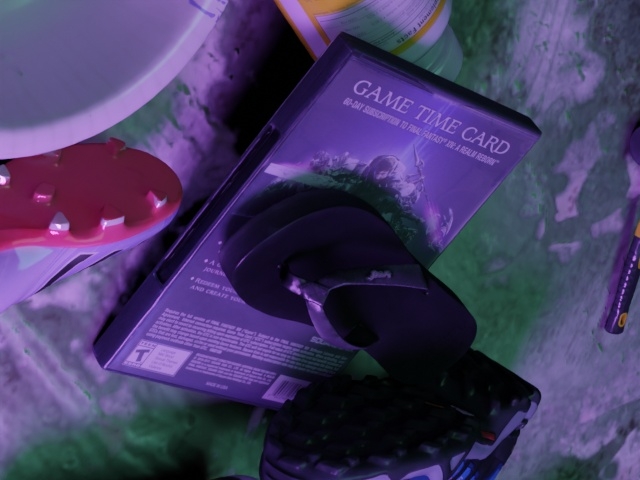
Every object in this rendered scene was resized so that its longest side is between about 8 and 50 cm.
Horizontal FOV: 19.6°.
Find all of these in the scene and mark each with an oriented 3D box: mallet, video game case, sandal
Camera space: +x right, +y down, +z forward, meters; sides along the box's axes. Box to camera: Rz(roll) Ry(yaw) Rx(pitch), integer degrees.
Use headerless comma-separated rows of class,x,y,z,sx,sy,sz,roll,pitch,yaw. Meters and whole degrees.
mallet,0.260,-0.010,1.521,0.062,0.039,0.189,4,111,-42
video game case,0.000,0.000,1.231,0.196,0.026,0.274,19,117,-45
sandal,0.034,0.038,1.229,0.097,0.054,0.254,-46,140,14

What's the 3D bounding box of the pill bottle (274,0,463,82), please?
pill bottle,0.022,-0.168,1.184,0.103,0.103,0.184,-49,134,-13

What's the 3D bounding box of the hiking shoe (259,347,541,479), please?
hiking shoe,0.058,0.169,1.340,0.304,0.113,0.132,-7,120,-53

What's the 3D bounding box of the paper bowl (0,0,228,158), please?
paper bowl,-0.181,-0.195,0.958,0.284,0.148,0.284,-20,122,-35

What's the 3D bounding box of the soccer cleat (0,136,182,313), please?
soccer cleat,-0.193,0.010,1.108,0.248,0.083,0.095,-25,154,-37

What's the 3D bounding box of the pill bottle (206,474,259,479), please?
pill bottle,-0.123,0.228,1.230,0.208,0.119,0.119,-5,113,-39
